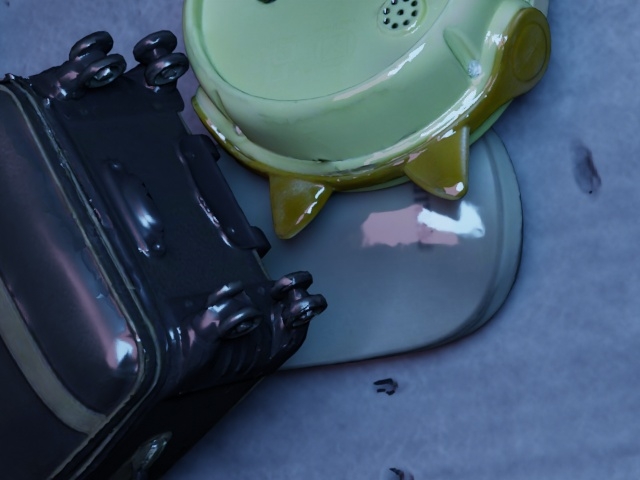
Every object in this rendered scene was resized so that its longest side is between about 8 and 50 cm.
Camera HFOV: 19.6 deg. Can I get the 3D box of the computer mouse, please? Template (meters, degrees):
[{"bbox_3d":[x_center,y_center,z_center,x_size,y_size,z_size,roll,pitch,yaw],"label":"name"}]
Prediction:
[{"bbox_3d":[-0.003,-0.001,1.416,0.331,0.095,0.197,-13,73,22],"label":"computer mouse"}]

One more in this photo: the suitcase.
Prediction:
[{"bbox_3d":[-0.209,0.076,1.368,0.434,0.194,0.283,-45,66,39],"label":"suitcase"}]

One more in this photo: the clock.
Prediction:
[{"bbox_3d":[0.027,-0.174,1.362,0.286,0.117,0.348,-13,58,21],"label":"clock"}]
